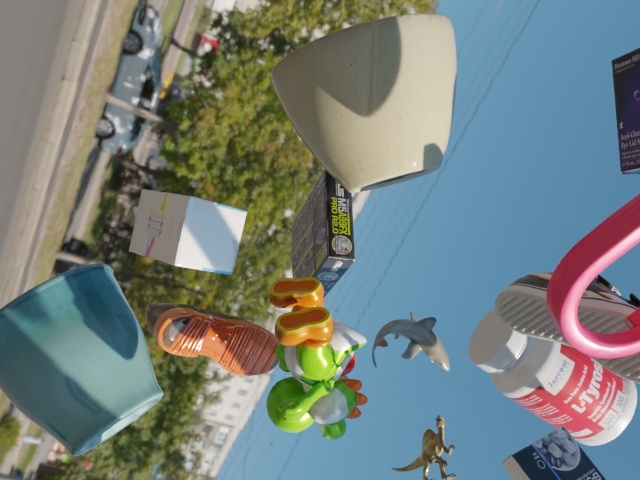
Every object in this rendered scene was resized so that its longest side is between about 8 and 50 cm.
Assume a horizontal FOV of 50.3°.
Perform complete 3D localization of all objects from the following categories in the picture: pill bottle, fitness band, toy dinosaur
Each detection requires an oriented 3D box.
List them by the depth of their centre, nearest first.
[{"bbox_3d":[0.424,0.031,0.862,0.291,0.209,0.054,-42,-149,15],"label":"fitness band"},{"bbox_3d":[0.199,0.390,1.226,0.183,0.053,0.092,-64,-149,33],"label":"toy dinosaur"},{"bbox_3d":[0.598,0.345,1.782,0.229,0.408,0.229,-52,-166,20],"label":"pill bottle"}]

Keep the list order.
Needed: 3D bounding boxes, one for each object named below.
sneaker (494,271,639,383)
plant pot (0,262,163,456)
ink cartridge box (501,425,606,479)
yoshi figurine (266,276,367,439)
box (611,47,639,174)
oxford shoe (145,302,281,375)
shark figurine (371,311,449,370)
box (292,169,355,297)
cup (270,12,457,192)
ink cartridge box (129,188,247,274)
[{"bbox_3d":[0.461,0.124,1.118,0.321,0.127,0.126,22,-53,35],"label":"sneaker"},{"bbox_3d":[-0.418,0.220,1.195,0.272,0.255,0.271,-36,172,-6],"label":"plant pot"},{"bbox_3d":[0.529,0.529,1.480,0.208,0.206,0.045,55,-44,26],"label":"ink cartridge box"},{"bbox_3d":[-0.042,0.256,1.308,0.203,0.203,0.362,-40,134,-34],"label":"yoshi figurine"},{"bbox_3d":[0.582,-0.223,1.131,0.153,0.108,0.207,168,-83,-78],"label":"box"},{"bbox_3d":[-0.234,0.212,1.569,0.133,0.364,0.130,31,-89,49],"label":"oxford shoe"},{"bbox_3d":[0.226,0.223,1.679,0.116,0.278,0.166,-37,-128,38],"label":"shark figurine"},{"bbox_3d":[0.000,0.000,1.496,0.270,0.060,0.216,124,-31,-57],"label":"box"},{"bbox_3d":[0.100,-0.218,1.203,0.331,0.331,0.236,163,-88,-71],"label":"cup"},{"bbox_3d":[-0.185,-0.014,0.918,0.143,0.092,0.089,11,-92,47],"label":"ink cartridge box"}]
